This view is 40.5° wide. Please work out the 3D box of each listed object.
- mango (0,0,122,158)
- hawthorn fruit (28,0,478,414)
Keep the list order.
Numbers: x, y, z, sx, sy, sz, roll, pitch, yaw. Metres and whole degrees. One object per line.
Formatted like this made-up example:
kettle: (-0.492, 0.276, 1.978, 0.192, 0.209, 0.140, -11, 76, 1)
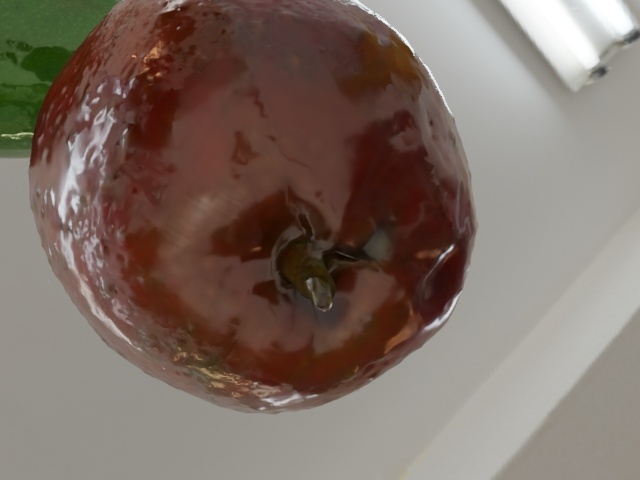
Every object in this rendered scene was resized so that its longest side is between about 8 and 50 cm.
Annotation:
mango: (-0.327, -0.184, 0.807, 0.382, 0.201, 0.225, 6, -61, -4)
hawthorn fruit: (-0.038, -0.027, 0.524, 0.275, 0.299, 0.275, -6, -69, -15)
